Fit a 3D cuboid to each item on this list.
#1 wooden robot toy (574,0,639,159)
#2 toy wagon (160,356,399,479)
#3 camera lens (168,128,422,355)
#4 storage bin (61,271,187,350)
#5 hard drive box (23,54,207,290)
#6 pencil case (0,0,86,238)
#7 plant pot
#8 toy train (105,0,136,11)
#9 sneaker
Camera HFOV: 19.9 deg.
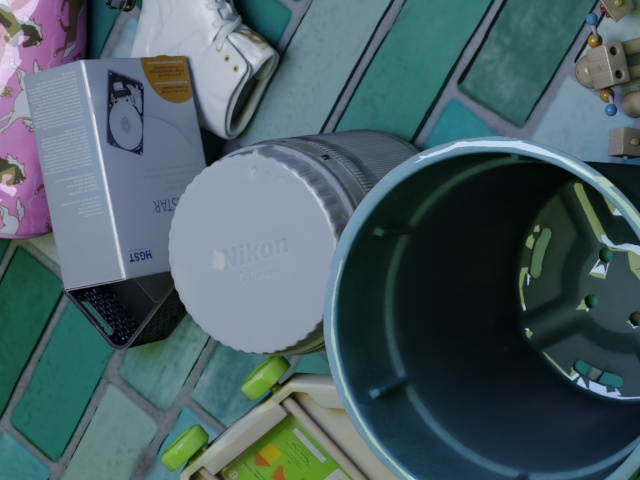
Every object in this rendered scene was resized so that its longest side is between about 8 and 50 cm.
[{"bbox_3d":[0.293,-0.166,1.829,0.079,0.076,0.173,-11,91,66],"label":"wooden robot toy"},{"bbox_3d":[-0.045,0.290,1.889,0.344,0.068,0.267,-41,94,15],"label":"toy wagon"},{"bbox_3d":[0.000,0.000,1.881,0.219,0.274,0.219,4,98,29],"label":"camera lens"},{"bbox_3d":[-0.199,0.026,2.109,0.122,0.084,0.180,47,115,17],"label":"storage bin"},{"bbox_3d":[-0.207,-0.075,1.947,0.089,0.181,0.232,-10,92,33],"label":"hard drive box"},{"bbox_3d":[-0.370,-0.187,2.139,0.167,0.160,0.386,12,102,35],"label":"pencil case"},{"bbox_3d":[0.230,0.064,1.723,0.341,0.334,0.341,3,97,29],"label":"plant pot"},{"bbox_3d":[-0.228,-0.295,2.071,0.036,0.158,0.027,19,113,-19],"label":"toy train"},{"bbox_3d":[-0.110,-0.259,2.019,0.169,0.108,0.292,23,117,24],"label":"sneaker"}]
